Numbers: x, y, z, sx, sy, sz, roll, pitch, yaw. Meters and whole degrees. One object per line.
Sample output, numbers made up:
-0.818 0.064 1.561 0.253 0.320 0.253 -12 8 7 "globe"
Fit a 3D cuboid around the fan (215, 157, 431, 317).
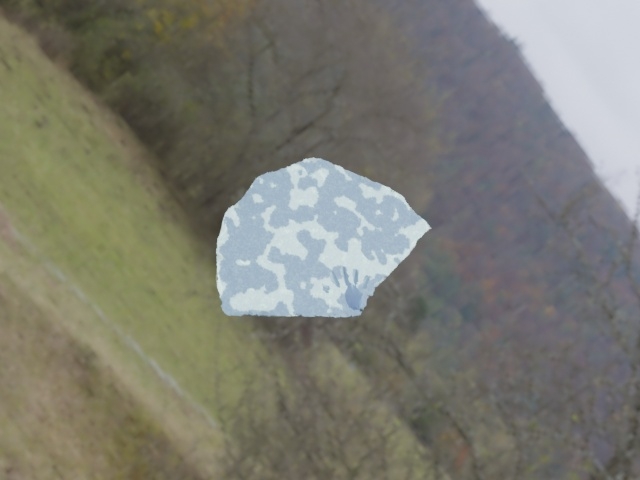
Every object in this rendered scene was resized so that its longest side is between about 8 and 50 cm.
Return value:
0.000 0.000 1.039 0.240 0.009 0.131 -21 82 -44 "fan"
